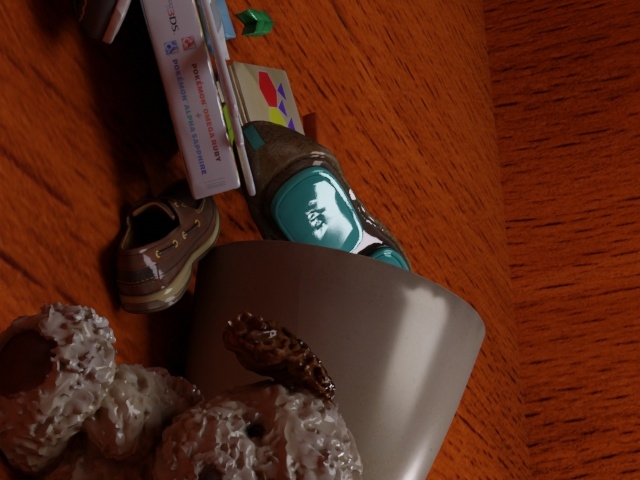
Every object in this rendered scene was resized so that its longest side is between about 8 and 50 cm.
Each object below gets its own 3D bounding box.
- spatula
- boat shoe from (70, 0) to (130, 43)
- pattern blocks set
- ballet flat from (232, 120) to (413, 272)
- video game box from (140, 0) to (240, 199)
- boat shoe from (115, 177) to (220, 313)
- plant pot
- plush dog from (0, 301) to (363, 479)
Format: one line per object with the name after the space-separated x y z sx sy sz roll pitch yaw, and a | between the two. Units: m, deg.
-0.085 -0.166 1.372 0.168 0.019 0.242 82 -8 -59 | spatula
-0.182 -0.301 1.306 0.112 0.095 0.335 124 -26 -55 | boat shoe
-0.048 -0.090 1.673 0.285 0.026 0.325 15 59 -65 | pattern blocks set
0.000 0.000 1.534 0.124 0.116 0.342 51 -2 39 | ballet flat
-0.117 -0.150 1.395 0.205 0.048 0.187 -115 -171 -72 | video game box
-0.126 -0.010 1.346 0.178 0.064 0.060 -70 150 -58 | boat shoe
-0.015 0.176 1.376 0.256 0.256 0.274 54 47 -60 | plant pot
-0.081 0.171 1.077 0.210 0.225 0.262 41 42 -68 | plush dog
